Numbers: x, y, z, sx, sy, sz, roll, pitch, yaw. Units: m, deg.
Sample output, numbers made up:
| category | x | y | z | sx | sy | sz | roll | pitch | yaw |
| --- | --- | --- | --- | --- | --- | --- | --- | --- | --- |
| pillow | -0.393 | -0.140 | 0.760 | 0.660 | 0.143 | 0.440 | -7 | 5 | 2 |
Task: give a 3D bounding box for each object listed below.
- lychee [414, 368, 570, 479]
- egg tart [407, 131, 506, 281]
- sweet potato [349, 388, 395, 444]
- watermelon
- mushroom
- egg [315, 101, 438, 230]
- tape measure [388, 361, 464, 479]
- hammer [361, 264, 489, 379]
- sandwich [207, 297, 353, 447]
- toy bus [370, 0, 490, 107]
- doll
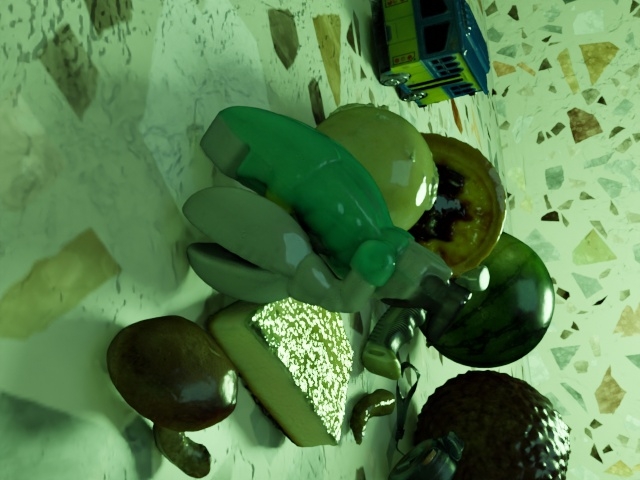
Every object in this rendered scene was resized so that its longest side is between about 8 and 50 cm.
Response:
| category | x | y | z | sx | sy | sz | roll | pitch | yaw |
| --- | --- | --- | --- | --- | --- | --- | --- | --- | --- |
| lychee | 0.263 | 0.336 | 1.010 | 0.260 | 0.260 | 0.261 | -9 | 90 | -68 |
| egg tart | 0.157 | -0.052 | 0.948 | 0.171 | 0.215 | 0.215 | -49 | 128 | -76 |
| sweet potato | 0.070 | 0.217 | 0.841 | 0.041 | 0.038 | 0.153 | 60 | 23 | 8 |
| watermelon | 0.273 | 0.098 | 1.108 | 0.242 | 0.242 | 0.242 | -9 | 90 | -68 |
| mushroom | -0.091 | 0.107 | 0.448 | 0.088 | 0.073 | 0.129 | -121 | -168 | -62 |
| egg | 0.050 | -0.073 | 0.743 | 0.201 | 0.164 | 0.164 | -60 | 137 | -71 |
| tape measure | 0.114 | 0.268 | 0.890 | 0.107 | 0.104 | 0.180 | -34 | 97 | -54 |
| hammer | 0.128 | 0.102 | 0.929 | 0.226 | 0.158 | 0.041 | -48 | 127 | -38 |
| sandwich | -0.026 | 0.084 | 0.634 | 0.162 | 0.058 | 0.193 | -77 | 148 | -45 |
| toy bus | 0.210 | -0.351 | 1.202 | 0.287 | 0.175 | 0.138 | 6 | 76 | -67 |
| doll | -0.011 | -0.004 | 0.551 | 0.195 | 0.153 | 0.258 | 24 | 17 | -50 |
